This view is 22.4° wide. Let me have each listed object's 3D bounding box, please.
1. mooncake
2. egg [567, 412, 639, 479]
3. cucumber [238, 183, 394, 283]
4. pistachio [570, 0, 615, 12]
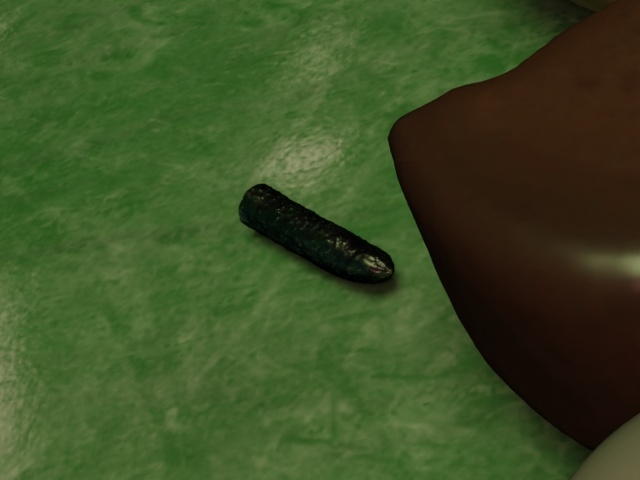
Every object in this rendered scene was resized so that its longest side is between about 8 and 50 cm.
[{"bbox_3d":[0.206,-0.030,0.866,0.333,0.174,0.326,1,47,31],"label":"mooncake"},{"bbox_3d":[0.169,0.165,0.692,0.232,0.176,0.176,-45,45,-4],"label":"egg"},{"bbox_3d":[0.000,0.000,1.042,0.133,0.032,0.032,28,65,40],"label":"cucumber"},{"bbox_3d":[0.188,-0.273,1.103,0.226,0.208,0.332,6,41,-30],"label":"pistachio"}]
